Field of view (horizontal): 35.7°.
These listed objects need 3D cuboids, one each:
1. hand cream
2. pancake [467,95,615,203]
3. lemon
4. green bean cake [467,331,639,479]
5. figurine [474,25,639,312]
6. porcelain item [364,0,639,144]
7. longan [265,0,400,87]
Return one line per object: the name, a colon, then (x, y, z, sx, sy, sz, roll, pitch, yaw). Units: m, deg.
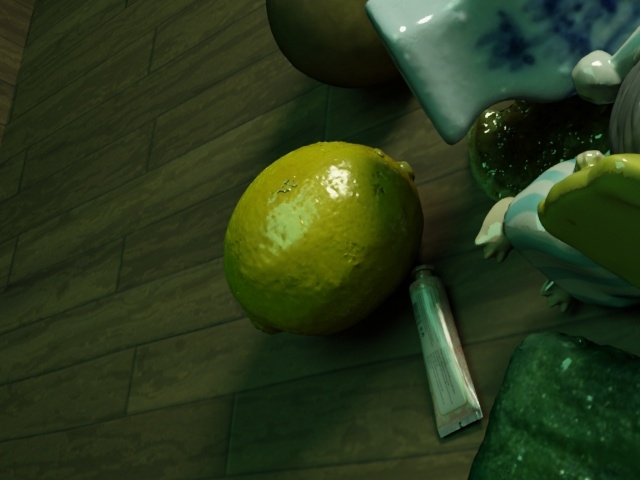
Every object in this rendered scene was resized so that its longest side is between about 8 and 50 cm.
hand cream: (0.145, 0.125, 1.188, 0.067, 0.043, 0.209, -34, 53, 36)
pancake: (0.277, -0.144, 1.179, 0.253, 0.037, 0.253, -27, 51, 38)
lemon: (0.003, -0.004, 1.267, 0.263, 0.236, 0.236, -49, 35, -17)
green bean cake: (0.274, 0.259, 0.862, 0.300, 0.169, 0.307, 17, 84, 53)
figurine: (0.375, -0.111, 0.941, 0.377, 0.266, 0.361, -55, 17, -15)
porcelain item: (0.264, -0.279, 1.059, 0.405, 0.242, 0.178, -31, 24, 8)
longan: (0.045, -0.341, 1.386, 0.258, 0.258, 0.258, -26, 52, 39)
